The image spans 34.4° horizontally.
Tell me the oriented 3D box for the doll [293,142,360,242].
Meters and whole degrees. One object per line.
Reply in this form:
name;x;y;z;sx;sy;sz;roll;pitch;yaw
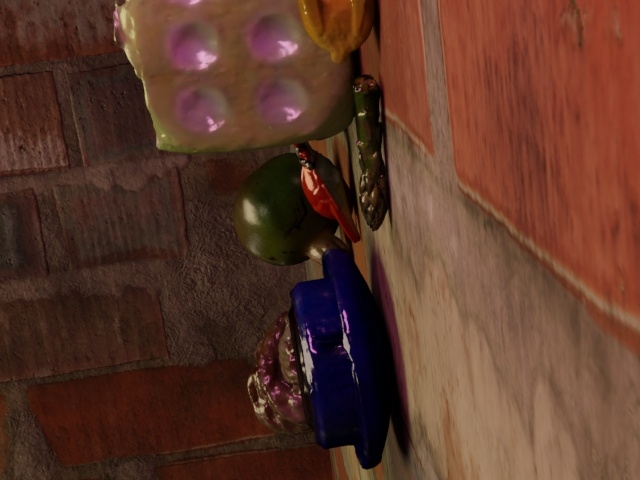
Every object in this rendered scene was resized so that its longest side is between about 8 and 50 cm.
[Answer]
doll;-0.001;-0.080;1.389;0.169;0.057;0.109;54;-179;-26

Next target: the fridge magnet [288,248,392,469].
fridge magnet;0.026;0.142;1.235;0.265;0.112;0.266;170;90;-87

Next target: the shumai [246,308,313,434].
shumai;0.020;0.178;1.488;0.185;0.218;0.184;-10;92;48

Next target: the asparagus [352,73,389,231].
asparagus;0.050;-0.081;1.013;0.036;0.030;0.165;-124;25;-58

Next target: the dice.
dice;-0.095;-0.242;1.206;0.250;0.254;0.252;-99;1;-76

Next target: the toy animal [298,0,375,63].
toy animal;0.012;-0.249;0.980;0.083;0.070;0.159;83;-178;-51

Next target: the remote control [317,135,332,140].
remote control;-0.037;-0.244;1.395;0.230;0.049;0.090;63;174;8

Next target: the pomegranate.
pomegranate;-0.031;-0.031;1.578;0.209;0.180;0.180;42;162;18
